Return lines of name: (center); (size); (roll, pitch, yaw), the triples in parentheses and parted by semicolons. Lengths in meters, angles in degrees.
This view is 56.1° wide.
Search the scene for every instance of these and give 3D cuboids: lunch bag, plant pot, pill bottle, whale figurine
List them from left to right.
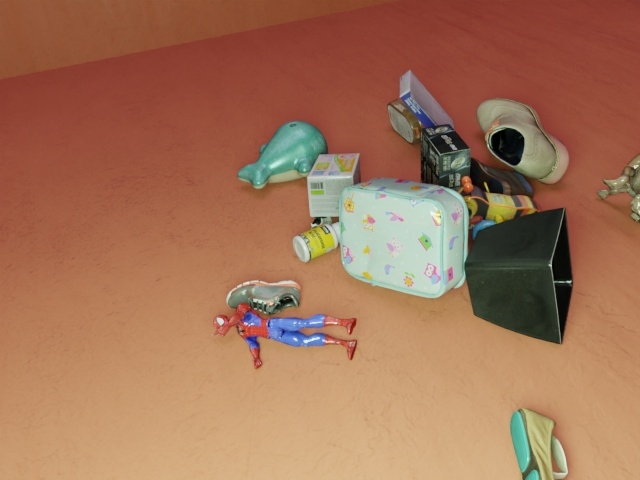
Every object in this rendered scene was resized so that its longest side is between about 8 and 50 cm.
whale figurine: (-0.105, -0.243, 1.679); (0.272, 0.141, 0.216); (-30, 42, -29)
pill bottle: (0.000, 0.000, 1.385); (0.116, 0.065, 0.065); (-24, 39, -23)
lunch bag: (0.161, -0.005, 1.214); (0.107, 0.224, 0.279); (-22, 24, -39)
plant pot: (0.378, 0.064, 1.148); (0.167, 0.188, 0.187); (-1, 34, 31)

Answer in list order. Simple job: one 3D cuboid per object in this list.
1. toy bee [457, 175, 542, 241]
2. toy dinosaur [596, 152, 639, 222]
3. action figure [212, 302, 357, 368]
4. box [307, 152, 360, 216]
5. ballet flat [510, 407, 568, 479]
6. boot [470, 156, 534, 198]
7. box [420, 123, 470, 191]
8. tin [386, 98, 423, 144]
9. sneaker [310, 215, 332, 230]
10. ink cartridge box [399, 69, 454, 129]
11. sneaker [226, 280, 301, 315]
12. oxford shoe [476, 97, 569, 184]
toy bee: (0.361, -0.062, 1.331); (0.298, 0.162, 0.195); (-16, 38, -13)
toy dinosaur: (0.746, -0.155, 1.349); (0.200, 0.295, 0.127); (-46, 67, 10)
action figure: (-0.085, 0.185, 1.113); (0.280, 0.092, 0.139); (6, 28, 17)
box: (0.040, -0.144, 1.517); (0.114, 0.103, 0.203); (-1, 24, 9)
ballet flat: (0.318, 0.337, 0.851); (0.073, 0.080, 0.232); (14, 39, 3)
boot: (0.446, -0.150, 1.535); (0.106, 0.082, 0.219); (3, 29, -21)
box: (0.303, -0.171, 1.475); (0.077, 0.180, 0.147); (-10, 35, -5)
tin: (0.253, -0.358, 1.811); (0.040, 0.106, 0.190); (-21, 36, -9)
sneaker: (0.003, -0.047, 1.475); (0.031, 0.037, 0.083); (11, 37, 26)
ink cartridge box: (0.311, -0.364, 1.733); (0.045, 0.223, 0.224); (-36, 23, 26)
sneaker: (-0.116, 0.123, 1.239); (0.157, 0.061, 0.065); (-9, 42, -2)
oxford shoe: (0.506, -0.296, 1.617); (0.146, 0.141, 0.397); (10, 29, -22)
